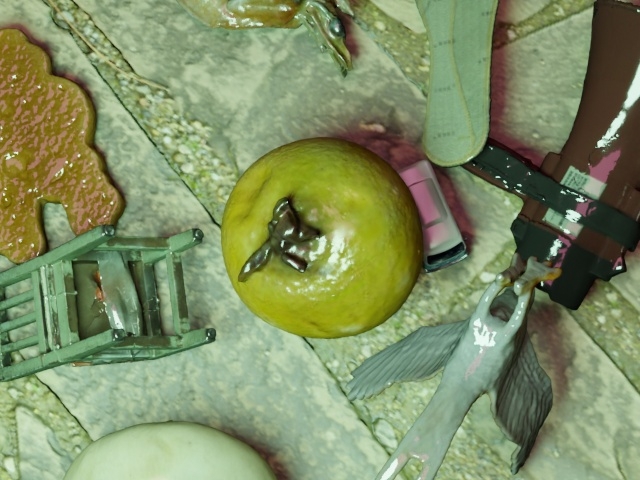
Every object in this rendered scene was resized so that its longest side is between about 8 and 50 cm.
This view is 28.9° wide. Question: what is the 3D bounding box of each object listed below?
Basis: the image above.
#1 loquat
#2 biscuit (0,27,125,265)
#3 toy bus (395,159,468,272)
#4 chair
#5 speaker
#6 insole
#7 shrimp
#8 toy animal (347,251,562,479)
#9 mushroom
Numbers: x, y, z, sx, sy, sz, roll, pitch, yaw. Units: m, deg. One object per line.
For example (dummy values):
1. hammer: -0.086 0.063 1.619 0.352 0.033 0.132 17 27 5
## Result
1. loquat: 0.000 0.000 1.366 0.243 0.244 0.244 -1 81 5
2. biscuit: -0.354 -0.118 1.516 0.185 0.044 0.295 -16 80 -2
3. toy bus: 0.125 -0.030 1.442 0.060 0.075 0.123 -23 79 1
4. chair: -0.258 0.078 1.445 0.270 0.147 0.136 -22 72 46
5. speaker: 0.283 -0.114 1.395 0.259 0.198 0.330 33 93 -4
6. insole: 0.160 -0.250 1.465 0.119 0.009 0.349 -9 69 33
7. shrimp: -0.078 -0.306 1.512 0.168 0.077 0.317 -41 74 6
8. toy animal: 0.134 0.144 1.277 0.225 0.284 0.302 30 116 11
9. mushroom: -0.166 0.292 1.360 0.246 0.202 0.246 -3 122 -6
